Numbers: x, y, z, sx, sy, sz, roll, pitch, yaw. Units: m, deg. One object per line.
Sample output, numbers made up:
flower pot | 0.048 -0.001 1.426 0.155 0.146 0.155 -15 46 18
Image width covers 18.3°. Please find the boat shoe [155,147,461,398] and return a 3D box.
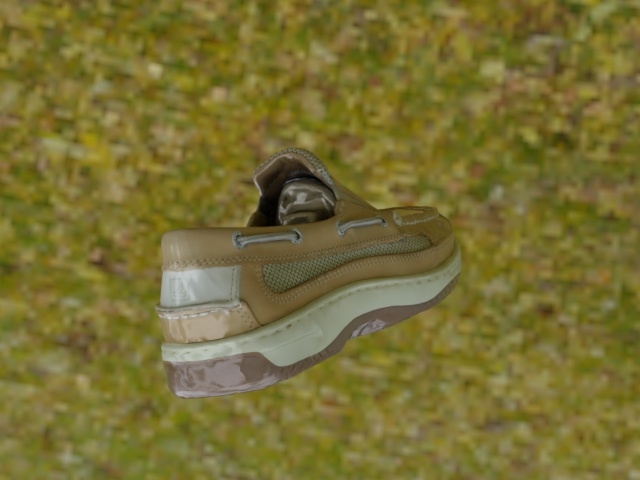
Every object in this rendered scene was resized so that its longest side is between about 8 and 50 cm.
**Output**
boat shoe | 0.000 0.000 0.734 0.068 0.072 0.190 -10 -173 24
